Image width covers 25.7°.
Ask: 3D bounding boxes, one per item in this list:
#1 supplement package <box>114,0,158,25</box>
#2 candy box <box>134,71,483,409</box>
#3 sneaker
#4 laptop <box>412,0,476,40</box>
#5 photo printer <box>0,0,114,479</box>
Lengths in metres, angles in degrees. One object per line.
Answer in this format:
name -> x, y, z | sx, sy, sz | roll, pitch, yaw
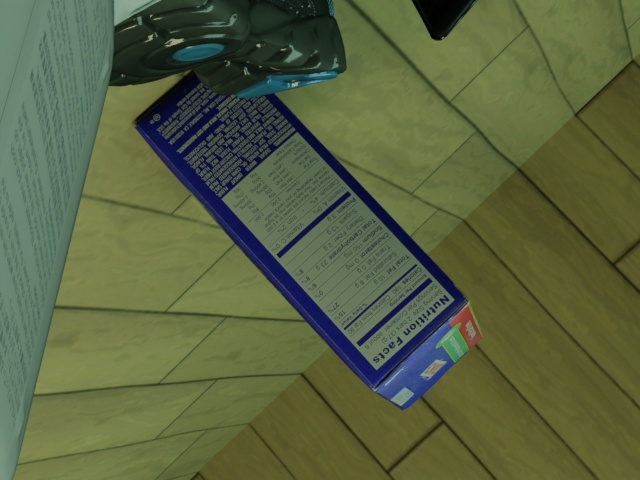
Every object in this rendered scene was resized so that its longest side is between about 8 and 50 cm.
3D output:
supplement package -> -0.042, -0.266, 0.711 | 0.262, 0.145, 0.204 | -36, 166, -28
candy box -> 0.000, 0.000, 1.299 | 0.122, 0.317, 0.268 | -42, 167, -1
sneaker -> -0.089, -0.176, 0.922 | 0.125, 0.140, 0.341 | -11, 177, 18
laptop -> 0.200, -0.357, 0.921 | 0.382, 0.236, 0.408 | -48, 165, 28
photo printer -> -0.161, -0.034, 0.560 | 0.256, 0.107, 0.307 | 97, 0, -59
